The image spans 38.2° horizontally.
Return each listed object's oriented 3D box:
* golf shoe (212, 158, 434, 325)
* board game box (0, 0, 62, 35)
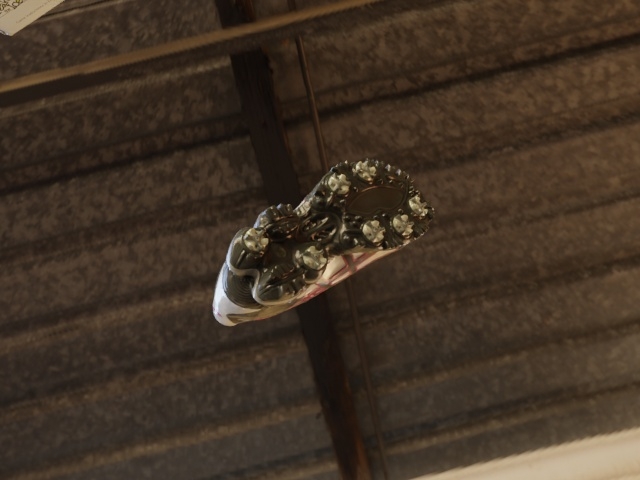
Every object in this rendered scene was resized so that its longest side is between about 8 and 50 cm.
[{"bbox_3d":[0.000,0.000,0.943,0.105,0.272,0.120,56,-39,12],"label":"golf shoe"},{"bbox_3d":[-0.224,-0.250,0.487,0.144,0.275,0.142,-27,-111,16],"label":"board game box"}]
